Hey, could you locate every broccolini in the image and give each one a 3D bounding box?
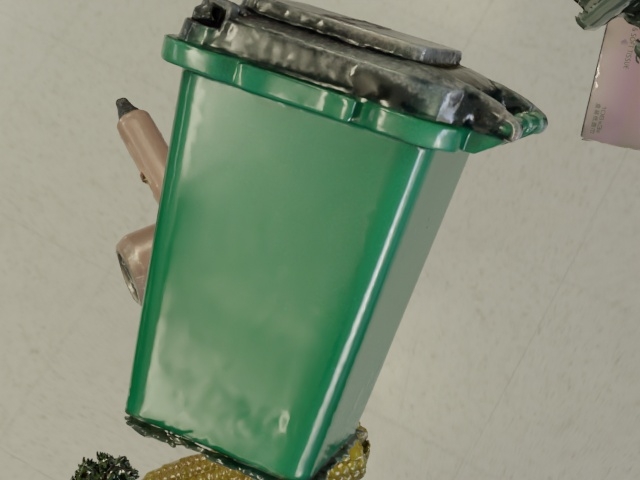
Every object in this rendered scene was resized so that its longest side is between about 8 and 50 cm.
[{"bbox_3d":[-0.251,0.312,1.139,0.057,0.071,0.254,34,53,-13],"label":"broccolini"}]

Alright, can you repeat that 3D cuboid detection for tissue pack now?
[{"bbox_3d":[0.377,-0.229,1.370,0.092,0.148,0.246,13,100,16],"label":"tissue pack"}]

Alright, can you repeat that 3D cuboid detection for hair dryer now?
[{"bbox_3d":[-0.224,-0.072,1.630,0.189,0.107,0.344,-22,56,-16],"label":"hair dryer"}]

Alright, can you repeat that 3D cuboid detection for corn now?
[{"bbox_3d":[-0.104,0.330,1.634,0.363,0.120,0.120,-21,69,4],"label":"corn"}]

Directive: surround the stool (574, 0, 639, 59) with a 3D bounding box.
[{"bbox_3d":[0.181,-0.209,0.268,0.297,0.330,0.297,0,86,-4],"label":"stool"}]

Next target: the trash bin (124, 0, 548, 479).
[{"bbox_3d":[0.000,0.000,1.037,0.295,0.259,0.381,20,104,14],"label":"trash bin"}]
